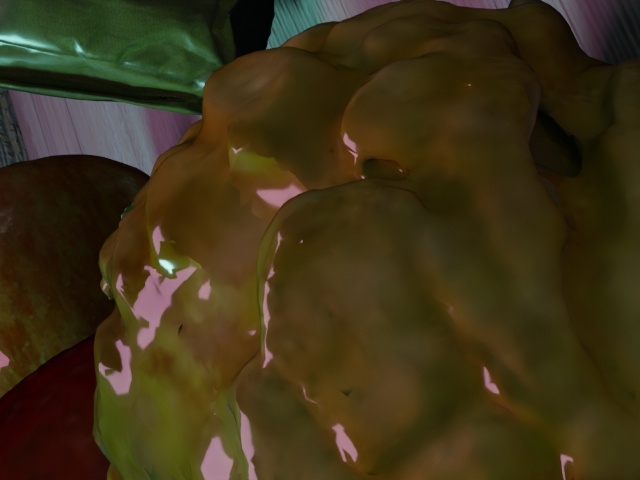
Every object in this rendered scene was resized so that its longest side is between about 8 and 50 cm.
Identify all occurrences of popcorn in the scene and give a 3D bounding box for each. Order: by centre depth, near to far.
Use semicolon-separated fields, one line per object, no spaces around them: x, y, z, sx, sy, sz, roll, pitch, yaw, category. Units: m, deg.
0.038;0.060;0.569;0.250;0.190;0.250;44;142;50;popcorn

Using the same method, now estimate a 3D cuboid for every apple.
-0.199;0.088;1.560;0.250;0.277;0.309;46;163;39;apple

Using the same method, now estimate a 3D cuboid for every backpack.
-0.129;-0.149;1.082;0.253;0.207;0.140;-114;34;-79;backpack

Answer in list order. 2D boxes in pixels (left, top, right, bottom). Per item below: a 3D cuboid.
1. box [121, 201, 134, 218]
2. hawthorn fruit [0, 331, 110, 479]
-0.057;0.099;1.293;0.180;0.103;0.250;-117;16;-47;box
-0.061;0.153;0.858;0.265;0.307;0.265;170;90;-85;hawthorn fruit
